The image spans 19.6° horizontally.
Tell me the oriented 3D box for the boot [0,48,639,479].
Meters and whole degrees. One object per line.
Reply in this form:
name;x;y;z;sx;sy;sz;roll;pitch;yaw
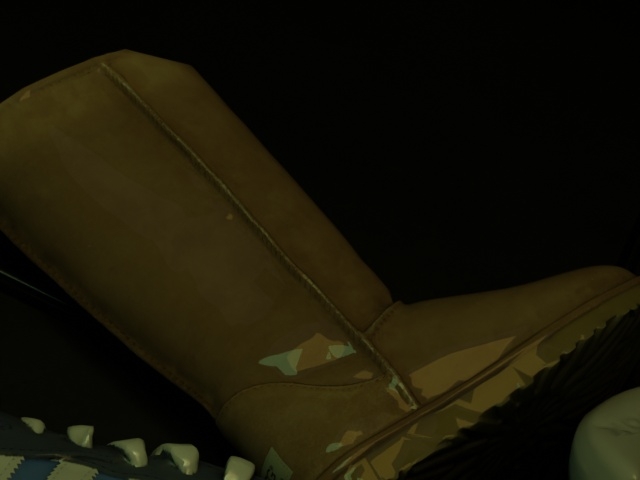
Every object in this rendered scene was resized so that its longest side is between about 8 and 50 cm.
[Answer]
boot;0.000;0.000;0.869;0.236;0.089;0.269;-25;58;-34

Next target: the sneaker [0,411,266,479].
sneaker;-0.117;0.086;0.720;0.322;0.130;0.236;-8;55;-16

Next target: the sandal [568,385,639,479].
sandal;0.292;0.186;0.781;0.416;0.102;0.169;29;33;29
